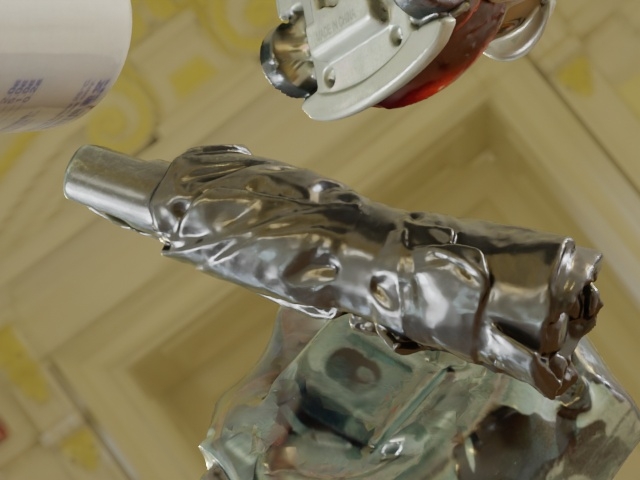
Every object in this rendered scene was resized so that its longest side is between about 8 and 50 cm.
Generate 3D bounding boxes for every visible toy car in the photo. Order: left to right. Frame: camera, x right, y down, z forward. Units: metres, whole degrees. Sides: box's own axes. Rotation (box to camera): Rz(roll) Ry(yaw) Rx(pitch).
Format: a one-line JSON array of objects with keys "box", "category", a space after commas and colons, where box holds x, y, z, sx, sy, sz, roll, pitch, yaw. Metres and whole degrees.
[{"box": [0.042, -0.120, 0.742, 0.112, 0.139, 0.112, -3, -12, -33], "category": "toy car"}]

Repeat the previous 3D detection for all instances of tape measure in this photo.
[{"box": [0.060, 0.122, 1.178, 0.256, 0.275, 0.147, -50, -50, -17], "category": "tape measure"}]

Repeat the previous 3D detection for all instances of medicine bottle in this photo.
[{"box": [-0.221, -0.112, 0.925, 0.130, 0.130, 0.341, -41, -9, 19], "category": "medicine bottle"}]

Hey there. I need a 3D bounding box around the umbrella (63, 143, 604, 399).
[{"box": [0.000, 0.000, 0.780, 0.059, 0.236, 0.066, 13, -85, -69], "category": "umbrella"}]
